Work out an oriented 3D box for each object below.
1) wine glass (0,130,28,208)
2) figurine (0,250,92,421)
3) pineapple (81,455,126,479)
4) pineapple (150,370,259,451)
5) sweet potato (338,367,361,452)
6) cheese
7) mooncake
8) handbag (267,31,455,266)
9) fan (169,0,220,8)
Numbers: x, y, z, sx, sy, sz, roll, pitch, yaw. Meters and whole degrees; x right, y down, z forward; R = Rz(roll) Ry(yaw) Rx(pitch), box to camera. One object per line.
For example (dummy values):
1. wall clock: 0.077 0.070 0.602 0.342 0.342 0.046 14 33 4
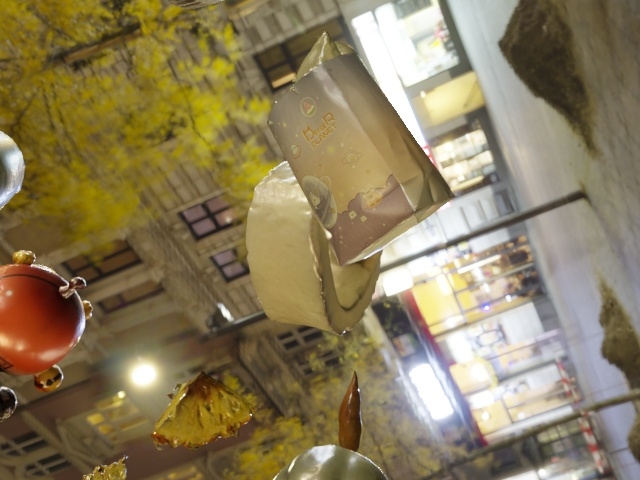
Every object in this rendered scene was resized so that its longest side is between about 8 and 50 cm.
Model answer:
1. wine glass: -0.469 -0.074 0.892 0.321 0.144 0.143 -97 -17 -77
2. figurine: -0.576 0.170 1.336 0.196 0.323 0.320 20 155 54
3. pineapple: -0.457 0.540 1.460 0.233 0.135 0.079 -116 26 -63
4. pineapple: -0.138 0.175 0.784 0.114 0.114 0.077 1 107 63
5. sweet potato: 0.066 0.379 1.592 0.056 0.057 0.194 18 -105 -76
6. cheese: -0.001 -0.002 1.340 0.292 0.153 0.332 -57 -33 -41
7. mooncake: 0.023 0.543 1.425 0.274 0.275 0.135 66 -162 -11
8. handbag: 0.026 -0.079 0.614 0.095 0.117 0.173 -23 -100 -42
9. fan: -0.157 -0.382 0.805 0.130 0.074 0.244 -11 -90 -66
